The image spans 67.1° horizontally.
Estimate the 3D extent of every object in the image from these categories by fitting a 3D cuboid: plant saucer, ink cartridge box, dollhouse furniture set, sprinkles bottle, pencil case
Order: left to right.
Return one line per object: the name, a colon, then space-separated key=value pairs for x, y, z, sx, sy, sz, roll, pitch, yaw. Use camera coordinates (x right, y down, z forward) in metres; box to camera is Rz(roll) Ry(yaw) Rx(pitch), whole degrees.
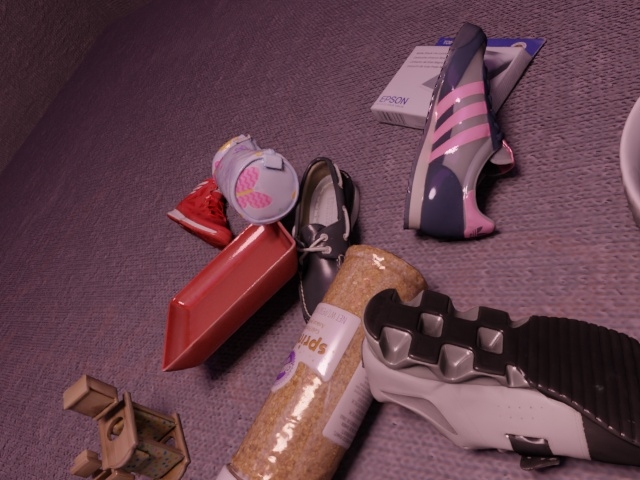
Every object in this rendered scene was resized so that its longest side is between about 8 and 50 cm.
dollhouse furniture set: x=-0.310 y=0.307 z=0.678 sx=0.161 sy=0.182 sz=0.101 roll=-41 pitch=43 yaw=2
plant saucer: x=-0.144 y=0.074 z=0.786 sx=0.258 sy=0.048 sz=0.259 roll=-44 pitch=22 yaw=0
pencil case: x=-0.122 y=-0.116 z=0.869 sx=0.124 sy=0.113 sz=0.273 roll=-63 pitch=24 yaw=9
sprinkles bottle: x=0.005 y=0.180 z=0.587 sx=0.121 sy=0.121 sz=0.355 roll=15 pitch=67 yaw=43
ink cartridge box: x=0.232 y=-0.287 z=0.838 sx=0.223 sy=0.045 sz=0.224 roll=24 pitch=74 yaw=45

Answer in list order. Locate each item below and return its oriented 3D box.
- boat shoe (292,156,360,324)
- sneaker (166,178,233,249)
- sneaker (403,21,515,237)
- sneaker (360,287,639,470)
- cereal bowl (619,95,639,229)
boat shoe: x=0.000 y=0.000 z=0.752 sx=0.114 sy=0.091 sz=0.303 roll=-20 pitch=48 yaw=23
sneaker: x=-0.223 y=-0.068 z=0.979 sx=0.221 sy=0.087 sz=0.128 roll=23 pitch=74 yaw=44
sneaker: x=0.214 y=-0.152 z=0.685 sx=0.131 sy=0.112 sz=0.319 roll=14 pitch=83 yaw=16
sneaker: x=0.200 y=0.155 z=0.481 sx=0.330 sy=0.146 sz=0.122 roll=16 pitch=39 yaw=20
cereal bowl: x=0.461 y=-0.057 z=0.416 sx=0.339 sy=0.141 sz=0.339 roll=-21 pitch=47 yaw=24
